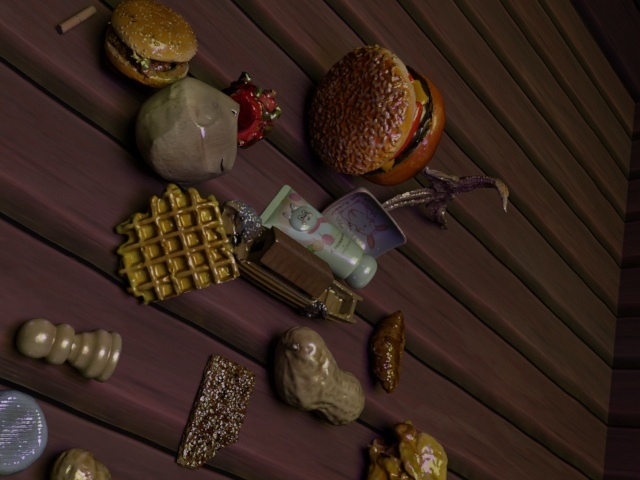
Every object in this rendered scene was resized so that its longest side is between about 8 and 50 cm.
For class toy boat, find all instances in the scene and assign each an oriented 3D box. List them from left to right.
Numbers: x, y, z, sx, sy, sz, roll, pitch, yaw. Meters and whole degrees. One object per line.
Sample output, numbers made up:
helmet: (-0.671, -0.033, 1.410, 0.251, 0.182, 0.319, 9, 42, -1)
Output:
toy boat: (-0.067, 0.061, 1.524, 0.445, 0.162, 0.136, 38, 55, -34)

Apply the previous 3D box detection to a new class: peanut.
peanut: (-0.400, 0.466, 1.158, 0.103, 0.098, 0.230, -17, 98, -19)
peanut: (-0.013, 0.329, 1.548, 0.159, 0.143, 0.291, -40, 121, -5)

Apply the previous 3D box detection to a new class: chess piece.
chess piece: (-0.448, 0.184, 1.179, 0.170, 0.094, 0.094, 25, 65, -31)

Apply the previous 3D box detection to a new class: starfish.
starfish: (0.336, -0.107, 1.844, 0.383, 0.398, 0.132, -3, 84, -35)

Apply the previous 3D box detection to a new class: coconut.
coconut: (-0.255, -0.218, 1.343, 0.224, 0.224, 0.224, 11, 75, -44)

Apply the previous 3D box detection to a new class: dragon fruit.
dragon fruit: (-0.168, -0.292, 1.499, 0.160, 0.172, 0.167, 17, 106, -5)

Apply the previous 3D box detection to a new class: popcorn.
popcorn: (0.223, 0.587, 1.696, 0.191, 0.190, 0.254, 18, 66, -49)

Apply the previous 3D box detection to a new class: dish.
dish: (0.109, -0.049, 1.750, 0.212, 0.151, 0.077, 46, 23, -29)

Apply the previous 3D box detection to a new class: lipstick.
lipstick: (-0.478, -0.433, 1.309, 0.019, 0.019, 0.094, 56, 49, -22)

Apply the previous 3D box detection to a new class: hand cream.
hand cream: (0.000, 0.000, 1.628, 0.305, 0.093, 0.147, 37, 53, -4)

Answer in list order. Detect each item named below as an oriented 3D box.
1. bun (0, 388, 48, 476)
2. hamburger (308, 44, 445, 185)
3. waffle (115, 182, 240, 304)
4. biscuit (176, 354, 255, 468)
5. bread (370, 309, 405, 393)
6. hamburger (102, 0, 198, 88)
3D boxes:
bun: (-0.518, 0.312, 1.080, 0.140, 0.083, 0.141, 25, 55, -43)
hamburger: (0.136, -0.312, 1.691, 0.250, 0.329, 0.330, 22, 67, -44)
waffle: (-0.296, 0.000, 1.318, 0.229, 0.057, 0.219, -16, 93, -11)
biscuit: (-0.214, 0.370, 1.411, 0.131, 0.026, 0.237, 34, 59, -34)
bread: (0.176, 0.294, 1.783, 0.105, 0.075, 0.233, 43, 47, -46)
hamburger: (-0.333, -0.401, 1.345, 0.190, 0.118, 0.182, -4, 61, -44)
